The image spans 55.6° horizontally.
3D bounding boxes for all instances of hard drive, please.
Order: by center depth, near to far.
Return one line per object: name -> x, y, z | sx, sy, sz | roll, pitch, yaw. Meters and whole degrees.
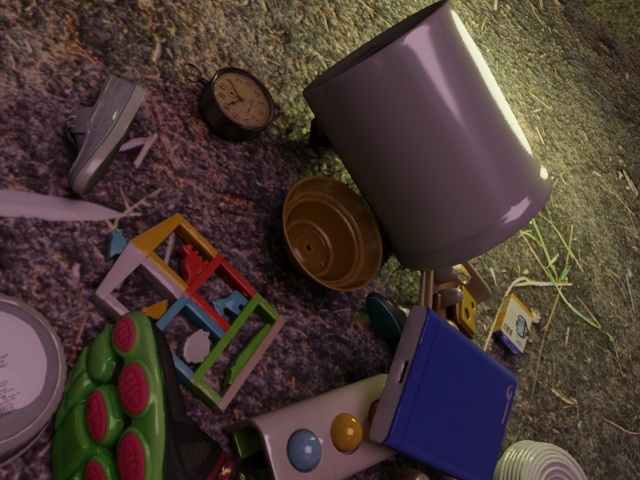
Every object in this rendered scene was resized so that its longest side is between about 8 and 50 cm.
hard drive -> 0.214, 0.265, 0.985 | 0.318, 0.040, 0.210 | 37, 66, -39

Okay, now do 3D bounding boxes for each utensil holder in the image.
utensil holder -> 0.194, -0.192, 1.125 | 0.385, 0.327, 0.327 | 56, 45, -18

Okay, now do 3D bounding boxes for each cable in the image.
cable -> 0.437, 0.520, 1.181 | 0.257, 0.089, 0.257 | 35, 51, -21

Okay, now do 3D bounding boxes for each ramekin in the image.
ramekin -> -0.386, 0.153, 0.675 | 0.207, 0.109, 0.207 | 19, 58, -32

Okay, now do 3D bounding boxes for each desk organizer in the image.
desk organizer -> 0.034, -0.221, 1.245 | 0.130, 0.050, 0.047 | -2, 70, -40

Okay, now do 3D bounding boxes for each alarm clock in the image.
alarm clock -> -0.166, -0.253, 1.088 | 0.192, 0.064, 0.129 | 34, 51, -25

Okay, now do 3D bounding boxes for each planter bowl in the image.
planter bowl -> 0.000, 0.000, 1.080 | 0.217, 0.090, 0.217 | 18, 59, -33

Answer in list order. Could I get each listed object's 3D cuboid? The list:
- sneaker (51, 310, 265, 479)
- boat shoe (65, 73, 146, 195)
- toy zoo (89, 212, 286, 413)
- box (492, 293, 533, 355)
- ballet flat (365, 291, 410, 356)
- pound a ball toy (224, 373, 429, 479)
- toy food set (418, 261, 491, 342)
sneaker -> -0.176, 0.323, 0.752 | 0.202, 0.185, 0.483 | 7, 59, -67
boat shoe -> -0.336, -0.164, 0.904 | 0.081, 0.079, 0.227 | 26, 49, -16
toy zoo -> -0.203, 0.089, 0.911 | 0.293, 0.030, 0.192 | 47, 47, -12
box -> 0.439, 0.197, 1.388 | 0.081, 0.028, 0.136 | 46, 50, -12
ballet flat -> 0.152, 0.174, 1.134 | 0.074, 0.074, 0.203 | -36, 100, -44
pound a ball toy -> 0.041, 0.330, 0.919 | 0.319, 0.136, 0.208 | -6, 73, -40
toy food set -> 0.281, 0.172, 1.178 | 0.220, 0.092, 0.306 | 45, 42, -35
